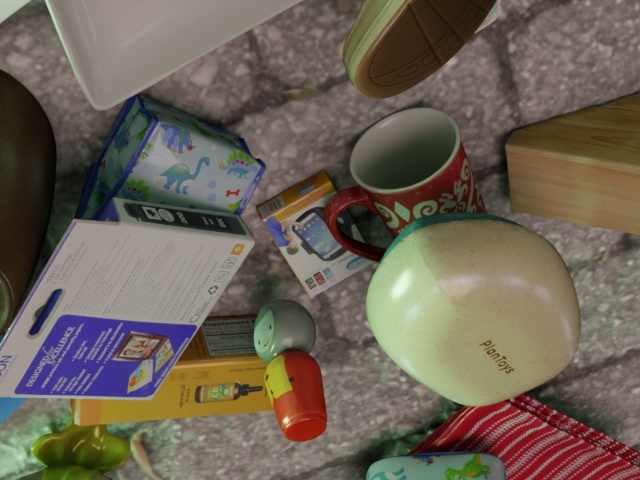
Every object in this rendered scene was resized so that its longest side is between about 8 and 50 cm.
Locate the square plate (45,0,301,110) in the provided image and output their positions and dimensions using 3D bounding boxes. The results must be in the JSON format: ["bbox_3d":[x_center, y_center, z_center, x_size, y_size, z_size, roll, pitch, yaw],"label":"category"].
[{"bbox_3d":[-0.096,-0.324,1.014,0.347,0.049,0.344,-31,130,-16],"label":"square plate"}]

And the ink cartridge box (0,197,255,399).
[{"bbox_3d":[-0.187,0.056,1.147,0.208,0.045,0.206,7,125,-48],"label":"ink cartridge box"}]

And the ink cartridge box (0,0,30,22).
[{"bbox_3d":[-0.268,-0.243,1.049,0.181,0.061,0.104,-35,128,6],"label":"ink cartridge box"}]

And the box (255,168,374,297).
[{"bbox_3d":[0.000,0.000,1.329,0.081,0.028,0.136,-30,126,3],"label":"box"}]

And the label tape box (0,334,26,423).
[{"bbox_3d":[-0.445,0.152,1.183,0.347,0.115,0.249,23,138,-28],"label":"label tape box"}]

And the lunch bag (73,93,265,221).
[{"bbox_3d":[-0.146,-0.043,1.208,0.128,0.096,0.151,21,105,-30],"label":"lunch bag"}]

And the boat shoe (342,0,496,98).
[{"bbox_3d":[0.105,-0.258,1.101,0.302,0.098,0.109,-56,148,1],"label":"boat shoe"}]

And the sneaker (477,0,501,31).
[{"bbox_3d":[0.147,-0.240,1.169,0.080,0.094,0.212,25,112,-29],"label":"sneaker"}]

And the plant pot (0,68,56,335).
[{"bbox_3d":[-0.318,-0.011,1.088,0.215,0.230,0.215,-9,126,-13],"label":"plant pot"}]

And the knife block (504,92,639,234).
[{"bbox_3d":[0.349,-0.051,1.274,0.275,0.242,0.088,-17,126,-6],"label":"knife block"}]

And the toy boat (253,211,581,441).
[{"bbox_3d":[0.083,0.074,1.249,0.318,0.148,0.267,-23,141,11],"label":"toy boat"}]

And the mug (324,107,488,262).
[{"bbox_3d":[0.095,-0.033,1.303,0.150,0.113,0.169,-6,138,26],"label":"mug"}]

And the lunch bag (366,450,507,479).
[{"bbox_3d":[0.139,0.342,1.540,0.176,0.090,0.219,-2,137,7],"label":"lunch bag"}]

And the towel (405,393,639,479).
[{"bbox_3d":[0.244,0.277,1.561,0.274,0.031,0.199,27,126,-25],"label":"towel"}]

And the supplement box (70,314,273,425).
[{"bbox_3d":[-0.141,0.133,1.345,0.233,0.080,0.078,-1,124,-16],"label":"supplement box"}]

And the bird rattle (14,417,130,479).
[{"bbox_3d":[-0.287,0.277,1.306,0.253,0.207,0.143,-15,118,-42],"label":"bird rattle"}]
